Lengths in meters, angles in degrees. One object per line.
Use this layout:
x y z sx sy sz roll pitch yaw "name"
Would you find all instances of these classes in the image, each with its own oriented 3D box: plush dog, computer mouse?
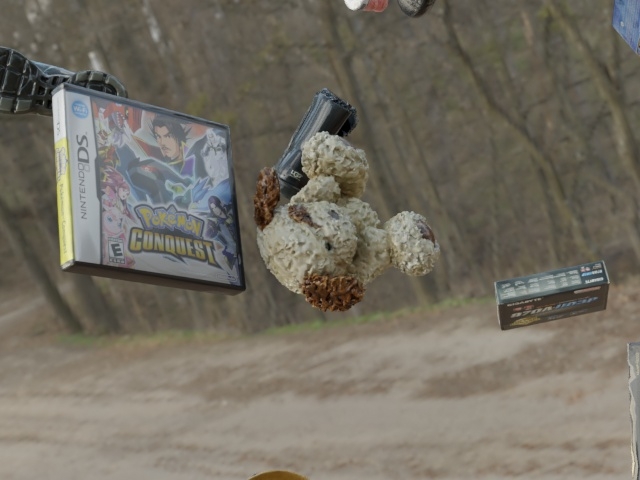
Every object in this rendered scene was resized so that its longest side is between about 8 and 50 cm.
0.000 0.000 1.768 0.225 0.262 0.211 -15 -30 -55 "plush dog"
0.168 -0.433 1.857 0.041 0.071 0.242 -21 -33 -33 "computer mouse"

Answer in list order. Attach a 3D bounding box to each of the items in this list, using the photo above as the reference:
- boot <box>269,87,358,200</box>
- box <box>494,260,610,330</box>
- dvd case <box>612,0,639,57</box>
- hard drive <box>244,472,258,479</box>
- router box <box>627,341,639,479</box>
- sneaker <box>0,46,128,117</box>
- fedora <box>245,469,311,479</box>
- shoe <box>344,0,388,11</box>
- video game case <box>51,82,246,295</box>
-0.016 -0.170 2.281 0.207 0.094 0.246 -58 5 1 "boot"
0.460 0.112 2.501 0.220 0.051 0.175 -12 -23 5 "box"
0.450 -0.264 1.589 0.022 0.253 0.180 -22 -36 -9 "dvd case"
-0.156 0.489 2.268 0.094 0.022 0.135 -31 -29 -43 "hard drive"
0.632 0.316 2.038 0.242 0.309 0.081 -5 -6 29 "router box"
-0.434 -0.229 1.954 0.267 0.101 0.106 14 -5 -6 "sneaker"
-0.056 0.423 1.803 0.194 0.194 0.079 -22 -9 -24 "fedora"
0.069 -0.495 2.260 0.063 0.178 0.081 -22 -11 39 "shoe"
-0.223 -0.063 1.654 0.274 0.248 0.035 11 -27 -41 "video game case"
